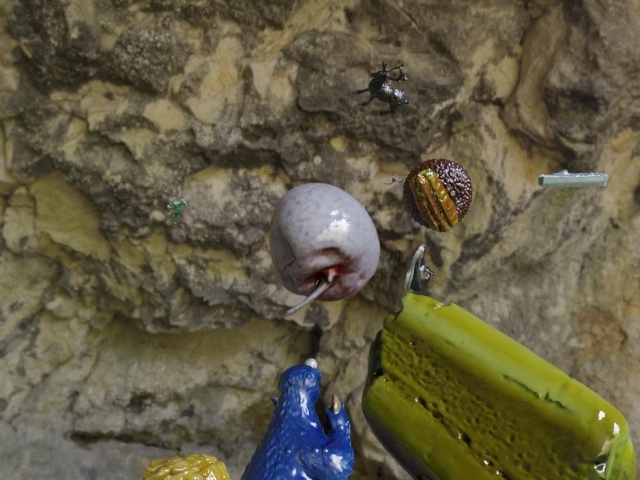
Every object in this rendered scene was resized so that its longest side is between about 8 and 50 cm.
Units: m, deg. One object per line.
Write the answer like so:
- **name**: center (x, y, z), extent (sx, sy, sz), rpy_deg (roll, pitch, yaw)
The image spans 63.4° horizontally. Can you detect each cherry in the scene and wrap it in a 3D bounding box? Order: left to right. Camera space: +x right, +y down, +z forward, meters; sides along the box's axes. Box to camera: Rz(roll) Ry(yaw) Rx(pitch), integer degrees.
- **cherry**: center (-0.006, -0.005, 1.365), extent (0.291, 0.335, 0.326), rpy_deg (-31, -18, 11)

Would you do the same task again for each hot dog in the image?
- **hot dog**: center (0.384, -0.129, 1.765), extent (0.115, 0.072, 0.269), rpy_deg (-28, -55, 19)

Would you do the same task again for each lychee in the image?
- **lychee**: center (0.440, -0.176, 1.975), extent (0.275, 0.276, 0.304), rpy_deg (14, 5, -8)

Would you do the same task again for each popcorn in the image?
- **popcorn**: center (-0.343, 0.629, 1.256), extent (0.250, 0.250, 0.190), rpy_deg (32, 1, -36)

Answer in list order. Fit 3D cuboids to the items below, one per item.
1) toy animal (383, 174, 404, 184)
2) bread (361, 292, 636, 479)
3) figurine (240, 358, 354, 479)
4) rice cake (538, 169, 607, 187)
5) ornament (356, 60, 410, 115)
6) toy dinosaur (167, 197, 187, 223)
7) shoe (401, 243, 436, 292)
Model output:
- **toy animal**: center (0.265, -0.219, 1.859), extent (0.084, 0.050, 0.028), rpy_deg (-6, -61, 30)
- **bread**: center (0.241, 0.267, 0.758), extent (0.376, 0.251, 0.208), rpy_deg (33, -2, 42)
- **figurine**: center (-0.038, 0.276, 0.639), extent (0.120, 0.263, 0.164), rpy_deg (23, -44, -33)
- **rice cake**: center (0.632, -0.155, 1.296), extent (0.179, 0.030, 0.042), rpy_deg (-2, -70, -8)
- **ornament**: center (0.100, -0.218, 0.747), extent (0.073, 0.028, 0.125), rpy_deg (25, -14, -9)
- **toy dinosaur**: center (-0.375, -0.080, 1.373), extent (0.062, 0.021, 0.083), rpy_deg (-5, -49, 15)
- **shoe**: center (0.337, 0.100, 1.733), extent (0.099, 0.169, 0.071), rpy_deg (20, -1, 3)
